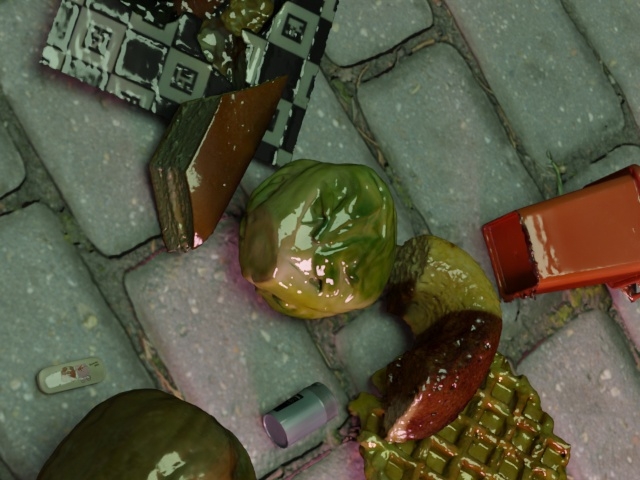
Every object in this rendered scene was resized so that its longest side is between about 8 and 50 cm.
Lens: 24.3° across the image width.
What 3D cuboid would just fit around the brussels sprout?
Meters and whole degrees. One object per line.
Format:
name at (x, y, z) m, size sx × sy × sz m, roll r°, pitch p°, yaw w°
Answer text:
brussels sprout at (0.000, 0.000, 1.875) m, size 0.223 × 0.161 × 0.223 m, roll -6°, pitch 103°, yaw -28°

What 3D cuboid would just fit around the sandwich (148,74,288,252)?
sandwich at (-0.135, -0.110, 1.833) m, size 0.096 × 0.094 × 0.258 m, roll 34°, pitch 73°, yaw -30°

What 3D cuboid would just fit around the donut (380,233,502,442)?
donut at (0.168, 0.122, 1.910) m, size 0.151 × 0.112 × 0.295 m, roll 14°, pitch 57°, yaw -13°

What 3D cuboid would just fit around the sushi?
sushi at (-0.155, -0.311, 1.913) m, size 0.359 × 0.064 × 0.343 m, roll 23°, pitch 78°, yaw -28°

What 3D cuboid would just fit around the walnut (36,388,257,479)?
walnut at (-0.200, 0.302, 1.636) m, size 0.283 × 0.283 × 0.227 m, roll -64°, pitch 150°, yaw -26°

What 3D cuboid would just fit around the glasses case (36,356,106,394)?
glasses case at (-0.291, 0.158, 1.742) m, size 0.083 × 0.021 × 0.032 m, roll -11°, pitch 81°, yaw -31°

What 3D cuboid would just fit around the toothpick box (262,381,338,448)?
toothpick box at (-0.025, 0.218, 1.858) m, size 0.083 × 0.052 × 0.052 m, roll -30°, pitch 92°, yaw -31°

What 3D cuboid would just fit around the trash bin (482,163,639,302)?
trash bin at (0.363, 0.012, 2.078) m, size 0.238 × 0.161 × 0.184 m, roll -14°, pitch 84°, yaw -24°

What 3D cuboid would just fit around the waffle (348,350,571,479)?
waffle at (0.190, 0.283, 1.924) m, size 0.302 × 0.068 × 0.325 m, roll -9°, pitch 68°, yaw -30°
